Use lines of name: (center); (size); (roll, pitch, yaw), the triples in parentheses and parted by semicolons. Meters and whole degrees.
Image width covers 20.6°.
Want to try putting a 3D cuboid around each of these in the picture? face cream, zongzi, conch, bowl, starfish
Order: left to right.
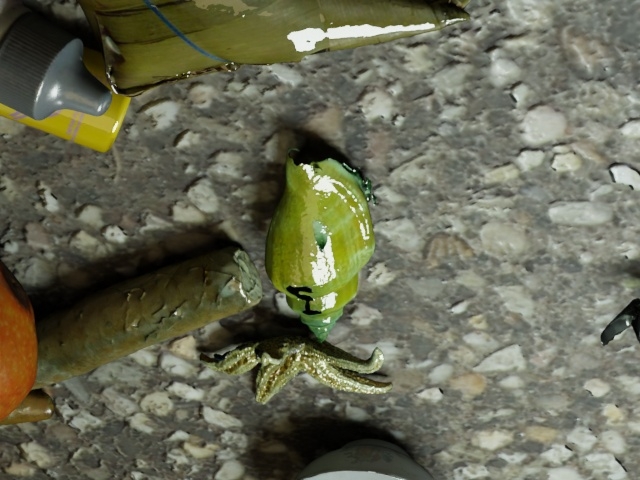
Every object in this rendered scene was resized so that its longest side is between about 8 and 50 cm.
face cream: (-0.294, -0.172, 1.328); (0.311, 0.092, 0.092); (29, 136, 6)
face cream: (-0.287, -0.152, 1.419); (0.273, 0.078, 0.078); (20, 136, -11)
zongzi: (-0.063, -0.231, 1.255); (0.289, 0.123, 0.260); (-5, 137, 21)
starfish: (-0.010, 0.121, 1.669); (0.176, 0.053, 0.208); (20, 162, -27)
conch: (-0.001, 0.004, 1.540); (0.095, 0.079, 0.200); (-3, 133, -20)
bowl: (0.050, 0.258, 1.783); (0.189, 0.086, 0.189); (6, 136, 6)

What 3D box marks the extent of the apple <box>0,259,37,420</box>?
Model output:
apple: (-0.369, 0.089, 1.598); (0.230, 0.230, 0.230); (5, 137, 5)

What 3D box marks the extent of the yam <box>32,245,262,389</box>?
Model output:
yam: (-0.190, 0.078, 1.650); (0.317, 0.067, 0.071); (-21, 103, 27)

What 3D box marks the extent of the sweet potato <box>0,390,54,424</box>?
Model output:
sweet potato: (-0.445, 0.165, 1.788); (0.346, 0.079, 0.108); (-5, 163, 13)

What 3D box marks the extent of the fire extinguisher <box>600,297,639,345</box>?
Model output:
fire extinguisher: (0.348, 0.042, 1.493); (0.231, 0.099, 0.071); (-18, 108, 25)
